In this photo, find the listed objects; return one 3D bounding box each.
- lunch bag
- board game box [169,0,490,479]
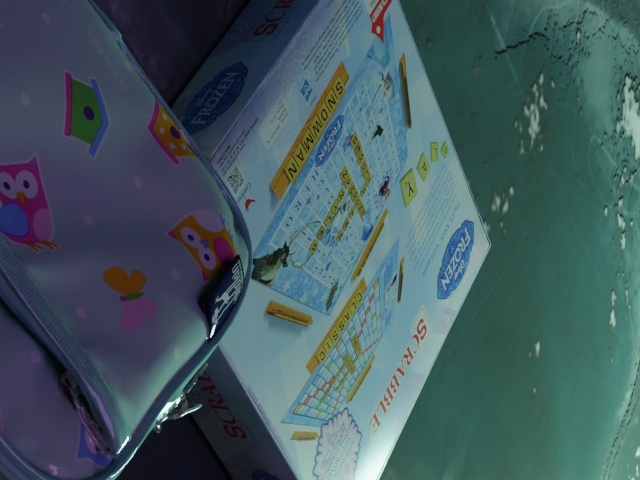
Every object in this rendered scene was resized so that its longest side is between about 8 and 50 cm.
[{"bbox_3d":[-0.155,-0.020,0.566,0.279,0.108,0.224,55,31,-13],"label":"lunch bag"},{"bbox_3d":[0.000,0.000,0.945,0.318,0.066,0.318,-59,138,-36],"label":"board game box"}]
